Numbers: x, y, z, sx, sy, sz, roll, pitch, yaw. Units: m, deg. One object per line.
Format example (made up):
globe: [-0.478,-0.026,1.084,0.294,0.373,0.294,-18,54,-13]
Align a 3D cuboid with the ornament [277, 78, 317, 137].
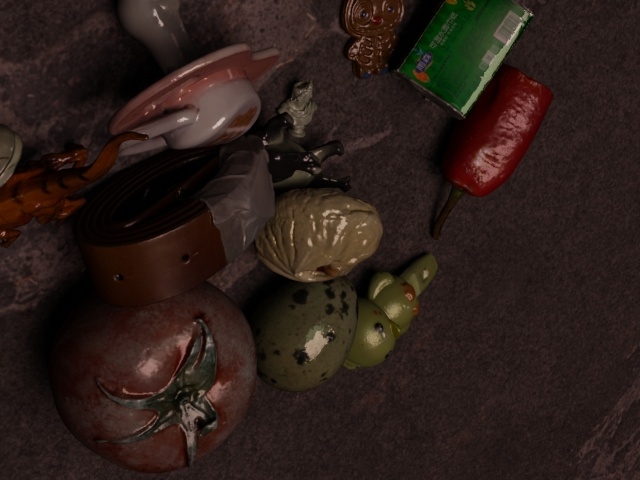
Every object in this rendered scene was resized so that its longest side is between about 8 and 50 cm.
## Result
ornament: [-0.035,-0.216,1.953,0.068,0.041,0.092,-32,137,-13]

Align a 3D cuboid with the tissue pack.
tissue pack: [0.234,-0.330,2.040,0.148,0.156,0.209,33,92,-6]

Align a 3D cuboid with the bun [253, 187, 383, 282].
bun: [0.000,0.000,1.958,0.220,0.220,0.134,15,65,-40]

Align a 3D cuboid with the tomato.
tomato: [-0.251,0.197,1.833,0.317,0.282,0.316,-14,118,-27]

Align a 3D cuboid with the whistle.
whistle: [0.126,0.129,2.177,0.294,0.141,0.141,-35,128,-19]

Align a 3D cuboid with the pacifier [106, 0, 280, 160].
pacifier: [-0.188,-0.233,1.706,0.332,0.221,0.273,-26,122,-74]

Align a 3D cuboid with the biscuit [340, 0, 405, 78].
biscuit: [0.089,-0.354,1.984,0.124,0.026,0.175,-18,121,-28]

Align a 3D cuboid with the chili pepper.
chili pepper: [0.286,-0.148,2.163,0.135,0.131,0.338,29,95,-32]

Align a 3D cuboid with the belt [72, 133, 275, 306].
belt: [-0.209,-0.041,1.785,0.339,0.217,0.122,-38,130,-35]

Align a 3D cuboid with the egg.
egg: [-0.026,0.152,2.043,0.228,0.177,0.177,-51,132,2]

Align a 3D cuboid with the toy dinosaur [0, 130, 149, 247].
toy dinosaur: [-0.376,-0.080,1.667,0.432,0.208,0.097,-30,91,22]

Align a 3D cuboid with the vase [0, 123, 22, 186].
vase: [-0.532,-0.183,1.532,0.173,0.173,0.321,-50,138,-6]

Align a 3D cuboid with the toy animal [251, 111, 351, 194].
toy animal: [-0.032,-0.117,1.959,0.121,0.093,0.225,-27,149,29]
